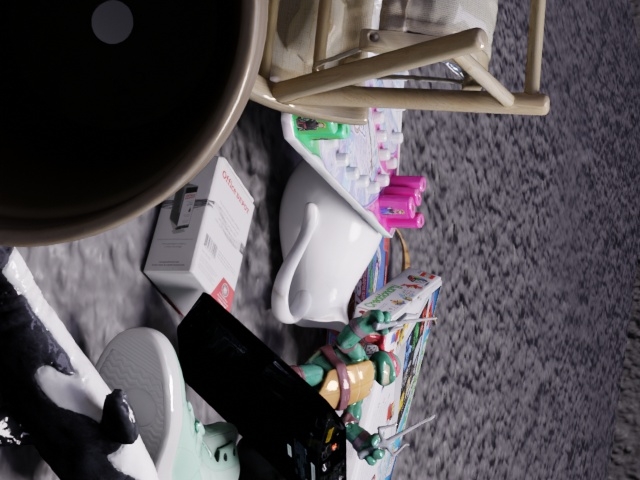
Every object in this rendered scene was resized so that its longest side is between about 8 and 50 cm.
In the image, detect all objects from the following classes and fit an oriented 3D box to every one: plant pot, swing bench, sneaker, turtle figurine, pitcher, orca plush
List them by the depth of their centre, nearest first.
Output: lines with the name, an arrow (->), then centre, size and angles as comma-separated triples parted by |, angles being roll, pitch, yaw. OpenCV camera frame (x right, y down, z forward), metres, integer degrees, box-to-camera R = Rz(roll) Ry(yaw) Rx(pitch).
plant pot -> -0.185, -0.168, 1.060 | 0.280, 0.323, 0.323 | -46, 134, -83
orca plush -> -0.229, 0.124, 1.155 | 0.102, 0.151, 0.287 | -39, 135, -23
swing bench -> 0.062, -0.243, 1.259 | 0.165, 0.255, 0.253 | 29, 64, -58
sneaker -> -0.140, 0.173, 1.368 | 0.151, 0.094, 0.256 | -40, 136, -55
turtle figurine -> 0.026, 0.164, 1.612 | 0.234, 0.118, 0.175 | -17, 103, -28
pitcher -> 0.000, 0.000, 1.678 | 0.178, 0.125, 0.207 | 18, 83, -71

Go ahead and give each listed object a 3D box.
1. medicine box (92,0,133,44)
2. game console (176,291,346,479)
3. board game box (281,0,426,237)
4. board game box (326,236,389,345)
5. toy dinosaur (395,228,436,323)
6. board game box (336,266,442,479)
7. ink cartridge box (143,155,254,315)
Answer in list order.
medicine box -> -0.105, -0.282, 1.392 | 0.289, 0.149, 0.263 | 7, 84, -68
game console -> -0.057, 0.224, 1.488 | 0.044, 0.213, 0.361 | -34, 147, -26
board game box -> 0.055, -0.236, 1.540 | 0.390, 0.050, 0.390 | 41, 51, -68
board game box -> 0.048, 0.092, 1.916 | 0.145, 0.027, 0.281 | 28, 64, -63
toy dinosaur -> 0.118, 0.080, 2.036 | 0.112, 0.064, 0.211 | 55, 40, -52
board game box -> 0.066, 0.201, 1.804 | 0.193, 0.053, 0.305 | -30, 136, -65
ink cartridge box -> -0.120, -0.004, 1.470 | 0.099, 0.056, 0.135 | 58, 38, -53
